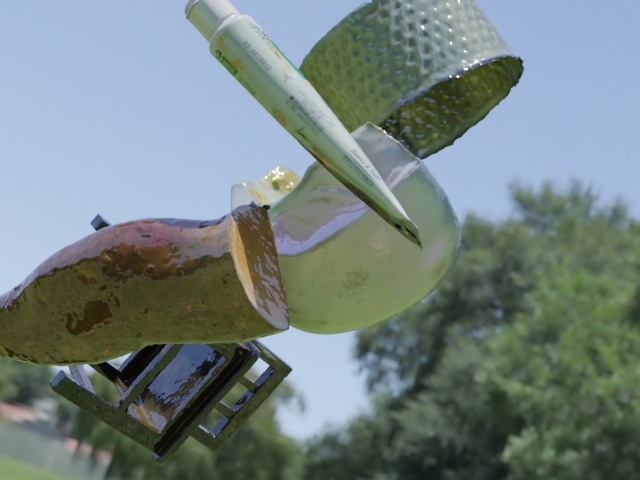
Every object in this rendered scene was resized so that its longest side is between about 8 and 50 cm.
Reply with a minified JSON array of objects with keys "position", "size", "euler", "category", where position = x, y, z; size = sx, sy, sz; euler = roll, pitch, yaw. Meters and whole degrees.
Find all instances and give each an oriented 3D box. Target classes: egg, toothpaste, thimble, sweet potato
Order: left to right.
[{"position":[-0.199,0.048,1.550],"size":[0.337,0.131,0.131],"euler":[-9,-18,13],"category":"sweet potato"},{"position":[-0.014,-0.112,1.528],"size":[0.314,0.056,0.058],"euler":[48,39,15],"category":"toothpaste"},{"position":[0.014,0.013,1.698],"size":[0.206,0.162,0.271],"euler":[48,-21,-20],"category":"egg"},{"position":[0.116,-0.213,2.169],"size":[0.150,0.271,0.271],"euler":[58,-2,14],"category":"thimble"}]

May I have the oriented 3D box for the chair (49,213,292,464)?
[{"position":[-0.189,0.185,2.315],"size":[0.416,0.203,0.240],"euler":[40,1,-34],"category":"chair"}]
